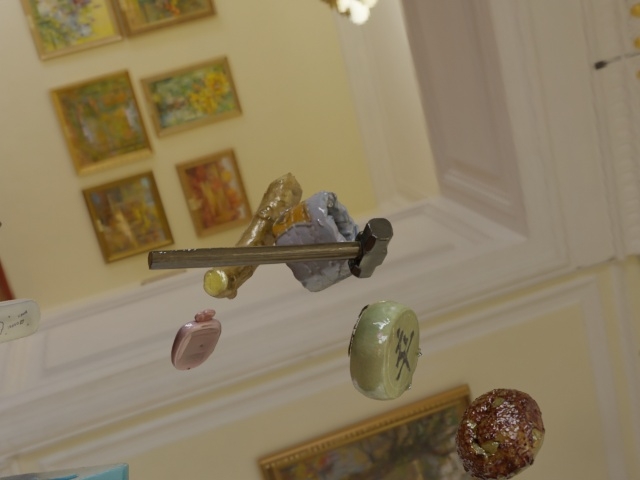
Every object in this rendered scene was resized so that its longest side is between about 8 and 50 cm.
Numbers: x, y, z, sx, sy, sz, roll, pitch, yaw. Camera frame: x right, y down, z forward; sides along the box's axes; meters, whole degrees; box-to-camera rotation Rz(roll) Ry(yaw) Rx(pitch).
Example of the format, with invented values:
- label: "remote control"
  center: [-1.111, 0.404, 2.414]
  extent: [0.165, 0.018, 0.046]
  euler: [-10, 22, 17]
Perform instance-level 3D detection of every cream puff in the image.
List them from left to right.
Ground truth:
- label: "cream puff"
  center: [0.259, 0.282, 1.305]
  extent: [0.084, 0.149, 0.149]
  euler: [42, 2, -23]

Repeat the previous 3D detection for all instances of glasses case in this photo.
- label: "glasses case"
  center: [-0.622, 0.159, 1.696]
  extent: [0.049, 0.197, 0.076]
  euler: [6, -81, 35]

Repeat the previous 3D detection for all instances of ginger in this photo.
- label: "ginger"
  center: [-0.116, -0.003, 1.583]
  extent: [0.065, 0.298, 0.118]
  euler: [17, -40, 27]

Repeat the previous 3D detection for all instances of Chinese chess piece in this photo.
- label: "Chinese chess piece"
  center: [0.124, 0.207, 1.667]
  extent: [0.188, 0.083, 0.188]
  euler: [-29, 124, -58]

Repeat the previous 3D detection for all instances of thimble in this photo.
- label: "thimble"
  center: [0.002, 0.001, 1.495]
  extent: [0.151, 0.118, 0.127]
  euler: [54, 21, -20]

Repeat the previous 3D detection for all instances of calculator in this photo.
- label: "calculator"
  center: [-0.253, 0.206, 1.813]
  extent: [0.024, 0.103, 0.165]
  euler: [52, -47, 36]

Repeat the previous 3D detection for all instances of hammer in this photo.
- label: "hammer"
  center: [-0.071, 0.021, 1.315]
  extent: [0.111, 0.366, 0.043]
  euler: [116, -35, -51]

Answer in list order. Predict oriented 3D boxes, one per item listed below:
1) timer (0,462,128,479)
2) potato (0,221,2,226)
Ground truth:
- label: "timer"
  center: [-0.352, 0.283, 0.915]
  extent: [0.250, 0.232, 0.091]
  euler: [24, 59, -58]
- label: "potato"
  center: [-0.807, -0.013, 1.735]
  extent: [0.189, 0.211, 0.264]
  euler: [56, 26, -7]
